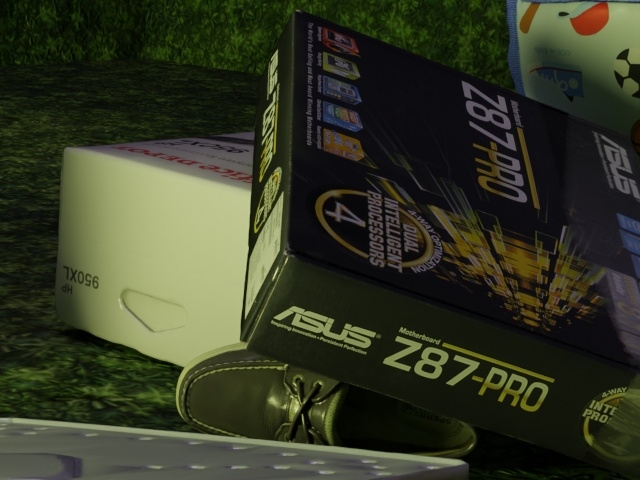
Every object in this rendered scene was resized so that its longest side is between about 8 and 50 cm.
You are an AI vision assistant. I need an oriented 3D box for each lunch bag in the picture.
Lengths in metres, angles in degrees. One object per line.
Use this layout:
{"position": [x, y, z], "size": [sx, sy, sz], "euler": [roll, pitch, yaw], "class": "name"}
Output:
{"position": [0.379, -0.110, 1.714], "size": [0.328, 0.239, 0.385], "euler": [10, -31, 46], "class": "lunch bag"}

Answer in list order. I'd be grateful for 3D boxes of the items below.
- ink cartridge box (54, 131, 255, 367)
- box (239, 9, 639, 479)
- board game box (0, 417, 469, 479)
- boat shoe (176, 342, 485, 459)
{"position": [0.000, 0.000, 1.696], "size": [0.285, 0.166, 0.395], "euler": [14, 16, 42], "class": "ink cartridge box"}
{"position": [0.105, -0.008, 1.427], "size": [0.318, 0.097, 0.395], "euler": [21, 28, -11], "class": "box"}
{"position": [-0.185, 0.143, 0.991], "size": [0.390, 0.050, 0.390], "euler": [0, 1, 39], "class": "board game box"}
{"position": [0.008, 0.117, 1.326], "size": [0.223, 0.080, 0.073], "euler": [7, 6, -1], "class": "boat shoe"}
